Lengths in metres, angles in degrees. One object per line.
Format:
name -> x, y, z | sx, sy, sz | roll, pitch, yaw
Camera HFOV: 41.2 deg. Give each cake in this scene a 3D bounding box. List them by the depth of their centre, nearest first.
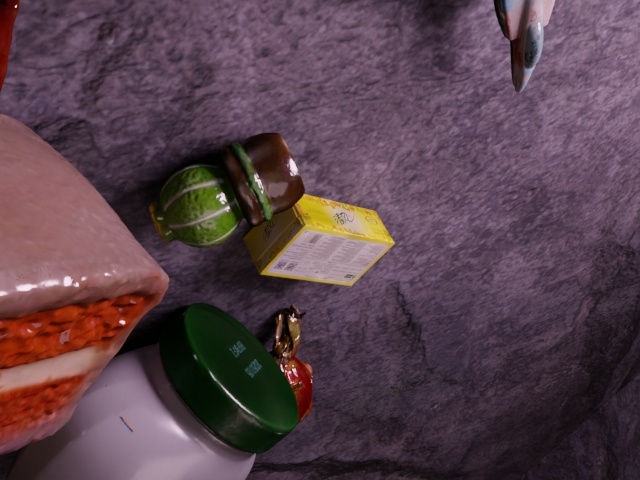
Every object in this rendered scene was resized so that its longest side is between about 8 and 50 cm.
cake -> -0.309, 0.042, 0.655 | 0.237, 0.230, 0.309 | -53, 164, 17

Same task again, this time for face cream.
face cream -> -0.224, 0.270, 1.122 | 0.357, 0.219, 0.312 | -43, 145, 12

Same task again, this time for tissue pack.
tissue pack -> 0.000, 0.000, 1.086 | 0.176, 0.062, 0.095 | 9, 133, -47

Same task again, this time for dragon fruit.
dragon fruit -> -0.065, 0.198, 1.277 | 0.125, 0.125, 0.246 | 4, 119, -24

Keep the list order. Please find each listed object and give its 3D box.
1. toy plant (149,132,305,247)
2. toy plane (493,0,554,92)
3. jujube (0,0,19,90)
toy plant -> -0.102, -0.050, 0.905 | 0.162, 0.093, 0.093 | -25, 148, -3
toy plane -> 0.199, -0.271, 0.841 | 0.222, 0.104, 0.326 | -25, 152, -8
jujube -> -0.341, -0.151, 0.393 | 0.376, 0.277, 0.276 | 6, 133, -35
